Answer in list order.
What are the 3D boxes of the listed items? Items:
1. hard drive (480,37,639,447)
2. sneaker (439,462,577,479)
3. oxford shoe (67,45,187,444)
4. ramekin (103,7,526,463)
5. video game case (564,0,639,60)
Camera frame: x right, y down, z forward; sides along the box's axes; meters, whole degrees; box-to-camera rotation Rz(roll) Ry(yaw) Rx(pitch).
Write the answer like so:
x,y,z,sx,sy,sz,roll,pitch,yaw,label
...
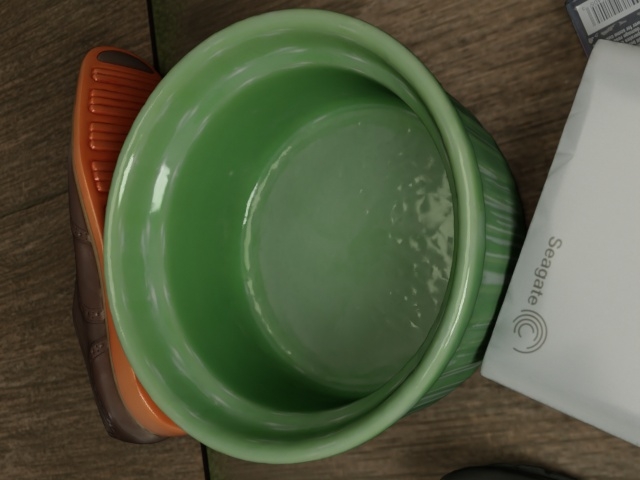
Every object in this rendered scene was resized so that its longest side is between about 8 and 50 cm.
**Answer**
x,y,z,sx,sy,sz,roll,pitch,yaw,label
0.287,0.037,0.468,0.353,0.047,0.233,22,98,32,hard drive
0.173,0.239,0.503,0.286,0.130,0.109,34,106,31,sneaker
-0.182,0.000,0.755,0.132,0.130,0.364,-27,65,42,oxford shoe
0.000,0.000,0.621,0.303,0.148,0.304,-3,84,32,ramekin
0.291,-0.078,0.517,0.196,0.026,0.274,-26,74,28,video game case
